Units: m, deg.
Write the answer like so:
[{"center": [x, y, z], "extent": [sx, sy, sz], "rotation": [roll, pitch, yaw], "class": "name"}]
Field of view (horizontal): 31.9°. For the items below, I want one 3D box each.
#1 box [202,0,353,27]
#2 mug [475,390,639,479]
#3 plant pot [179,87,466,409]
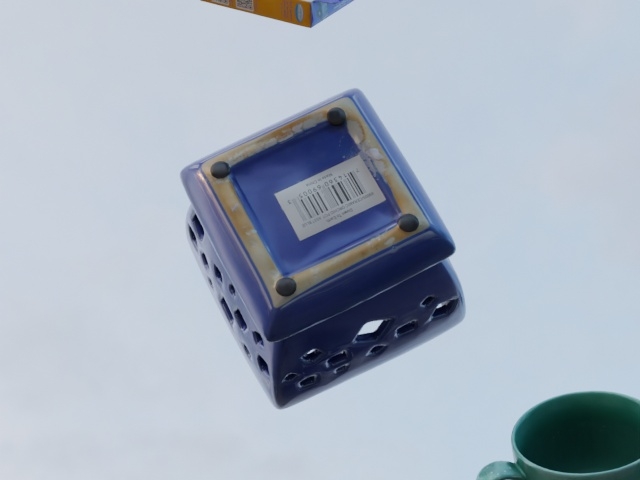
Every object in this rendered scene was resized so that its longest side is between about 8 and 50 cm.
[{"center": [-0.031, -0.224, 0.998], "extent": [0.136, 0.081, 0.028], "rotation": [21, -51, 25], "class": "box"}, {"center": [0.226, 0.208, 0.989], "extent": [0.157, 0.129, 0.097], "rotation": [-3, -65, 23], "class": "mug"}, {"center": [0.000, 0.000, 1.129], "extent": [0.236, 0.236, 0.212], "rotation": [-25, -23, -9], "class": "plant pot"}]
